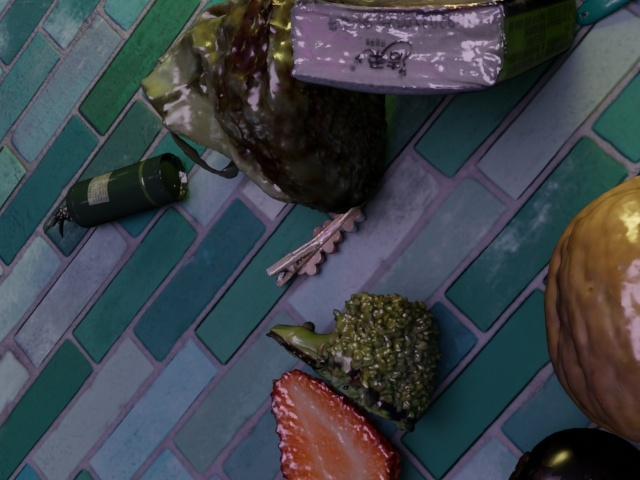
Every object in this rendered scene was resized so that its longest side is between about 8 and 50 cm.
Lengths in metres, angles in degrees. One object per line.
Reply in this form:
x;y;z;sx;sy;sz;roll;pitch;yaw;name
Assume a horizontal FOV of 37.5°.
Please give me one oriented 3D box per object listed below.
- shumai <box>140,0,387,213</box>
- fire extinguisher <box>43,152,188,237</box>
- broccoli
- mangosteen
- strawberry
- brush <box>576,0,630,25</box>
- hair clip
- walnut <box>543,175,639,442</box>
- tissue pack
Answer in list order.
-0.102;-0.234;1.459;0.348;0.395;0.394;-2;83;24;shumai
-0.385;-0.079;1.728;0.294;0.093;0.118;-15;52;25;fire extinguisher
0.073;0.145;1.411;0.273;0.242;0.180;32;83;31;broccoli
0.358;0.366;1.248;0.243;0.243;0.242;-3;83;26;mangosteen
0.031;0.326;1.460;0.188;0.106;0.286;-34;74;23;strawberry
0.461;-0.376;1.379;0.193;0.032;0.043;-33;75;32;brush
0.003;0.003;1.550;0.214;0.056;0.062;-40;52;8;hair clip
0.433;0.082;1.185;0.306;0.306;0.343;-14;78;24;walnut
0.170;-0.288;1.304;0.288;0.394;0.124;6;109;26;tissue pack
